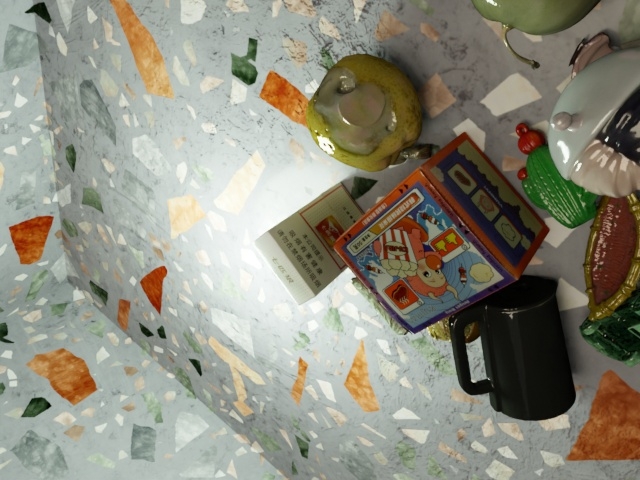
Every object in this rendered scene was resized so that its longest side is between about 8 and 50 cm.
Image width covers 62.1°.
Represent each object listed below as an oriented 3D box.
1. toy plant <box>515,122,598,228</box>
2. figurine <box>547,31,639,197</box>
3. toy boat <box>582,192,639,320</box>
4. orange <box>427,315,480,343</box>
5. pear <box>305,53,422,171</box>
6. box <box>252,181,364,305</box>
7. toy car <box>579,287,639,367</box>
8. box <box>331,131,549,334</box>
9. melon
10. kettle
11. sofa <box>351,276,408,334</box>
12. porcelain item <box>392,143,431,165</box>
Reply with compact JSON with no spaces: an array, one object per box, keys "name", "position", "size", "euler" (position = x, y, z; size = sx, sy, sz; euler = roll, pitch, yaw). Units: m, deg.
[{"name":"toy plant","position":[0.490,-0.130,1.134],"size":[0.240,0.088,0.154],"euler":[51,157,35]},{"name":"figurine","position":[0.501,-0.211,0.888],"size":[0.211,0.361,0.253],"euler":[16,131,19]},{"name":"toy boat","position":[0.612,0.016,1.106],"size":[0.141,0.099,0.318],"euler":[-137,41,-62]},{"name":"orange","position":[0.363,0.213,1.441],"size":[0.157,0.134,0.156],"euler":[5,161,2]},{"name":"pear","position":[0.105,-0.293,1.243],"size":[0.271,0.271,0.271],"euler":[21,129,29]},{"name":"box","position":[-0.001,0.000,1.464],"size":[0.210,0.330,0.095],"euler":[54,137,-1]},{"name":"toy car","position":[0.697,0.170,1.139],"size":[0.136,0.125,0.306],"euler":[38,158,8]},{"name":"box","position":[0.281,-0.006,1.277],"size":[0.318,0.257,0.349],"euler":[50,137,1]},{"name":"melon","position":[0.376,-0.491,0.876],"size":[0.272,0.272,0.308],"euler":[41,104,11]},{"name":"kettle","position":[0.474,0.262,1.324],"size":[0.262,0.203,0.308],"euler":[-9,110,23]},{"name":"sofa","position":[0.187,0.145,1.482],"size":[0.210,0.225,0.176],"euler":[47,133,1]},{"name":"porcelain item","position":[0.178,-0.227,1.364],"size":[0.213,0.054,0.084],"euler":[10,125,35]}]
